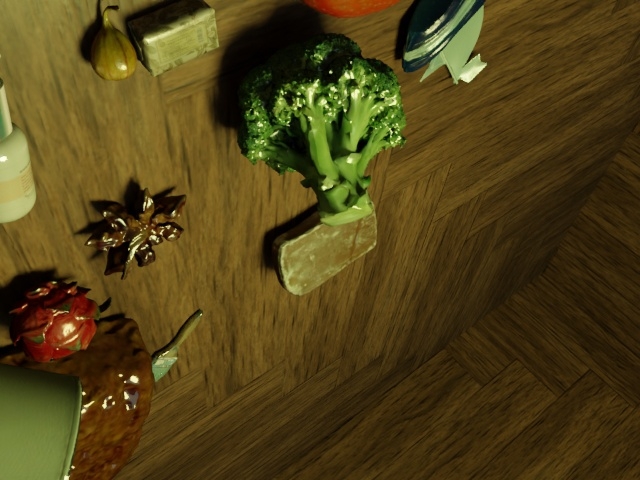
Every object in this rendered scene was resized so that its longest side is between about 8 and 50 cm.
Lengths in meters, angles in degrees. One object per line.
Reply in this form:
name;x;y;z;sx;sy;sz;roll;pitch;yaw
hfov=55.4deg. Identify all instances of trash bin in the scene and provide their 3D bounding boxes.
trash bin;-0.427;0.235;0.672;0.263;0.217;0.277;18;130;-26

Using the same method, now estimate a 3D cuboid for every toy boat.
toy boat;0.228;-0.351;1.099;0.210;0.070;0.291;-36;155;-11

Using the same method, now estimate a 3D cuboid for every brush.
brush;-0.297;0.213;1.232;0.196;0.021;0.070;-52;152;10

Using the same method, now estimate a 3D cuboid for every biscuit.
biscuit;-0.468;0.320;0.985;0.395;0.166;0.342;-17;145;-44

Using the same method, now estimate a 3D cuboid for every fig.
fig;-0.229;-0.218;0.674;0.050;0.050;0.083;-23;136;-36

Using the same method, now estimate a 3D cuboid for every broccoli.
broccoli;0.013;-0.152;0.866;0.270;0.270;0.270;-12;161;-4

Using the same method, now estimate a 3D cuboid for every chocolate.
chocolate;-0.001;-0.002;1.265;0.254;0.080;0.157;-33;137;-24

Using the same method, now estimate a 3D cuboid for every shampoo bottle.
shampoo bottle;-0.348;-0.104;0.639;0.074;0.074;0.192;-25;147;-34

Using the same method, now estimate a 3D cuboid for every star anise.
star anise;-0.267;-0.018;0.901;0.168;0.057;0.168;-38;148;-29

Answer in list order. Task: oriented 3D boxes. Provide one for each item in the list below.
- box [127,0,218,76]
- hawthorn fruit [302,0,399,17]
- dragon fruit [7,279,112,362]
box;-0.171;-0.242;0.720;0.098;0.045;0.062;-31;151;-22
hawthorn fruit;0.022;-0.346;0.700;0.225;0.196;0.196;-33;156;13
dragon fruit;-0.382;0.115;0.876;0.142;0.130;0.121;56;48;-62
